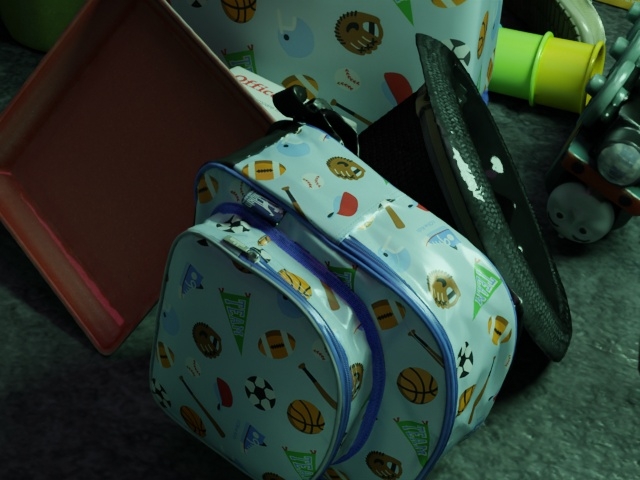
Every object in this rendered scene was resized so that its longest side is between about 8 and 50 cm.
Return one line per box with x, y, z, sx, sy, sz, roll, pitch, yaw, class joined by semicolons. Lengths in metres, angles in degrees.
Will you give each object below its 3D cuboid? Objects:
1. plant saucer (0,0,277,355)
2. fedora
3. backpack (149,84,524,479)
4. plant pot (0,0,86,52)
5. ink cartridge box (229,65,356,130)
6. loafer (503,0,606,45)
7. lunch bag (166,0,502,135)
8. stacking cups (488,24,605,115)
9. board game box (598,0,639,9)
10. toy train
-0.171;-0.074;1.226;0.259;0.258;0.047;48;17;25;plant saucer
0.103;-0.018;1.239;0.152;0.334;0.334;-25;32;14;fedora
0.009;0.068;1.056;0.263;0.277;0.213;28;44;18;backpack
-0.292;-0.370;1.630;0.276;0.254;0.276;4;35;-3;plant pot
-0.103;-0.068;1.357;0.172;0.100;0.237;29;41;29;ink cartridge box
0.312;-0.307;1.768;0.092;0.102;0.268;-8;36;-10;loafer
0.004;-0.291;1.498;0.385;0.328;0.239;11;33;13;lunch bag
0.174;-0.217;1.645;0.316;0.096;0.096;12;35;18;stacking cups
0.443;-0.360;1.927;0.259;0.039;0.124;23;38;18;board game box
0.333;-0.126;1.434;0.142;0.190;0.334;33;42;3;toy train
